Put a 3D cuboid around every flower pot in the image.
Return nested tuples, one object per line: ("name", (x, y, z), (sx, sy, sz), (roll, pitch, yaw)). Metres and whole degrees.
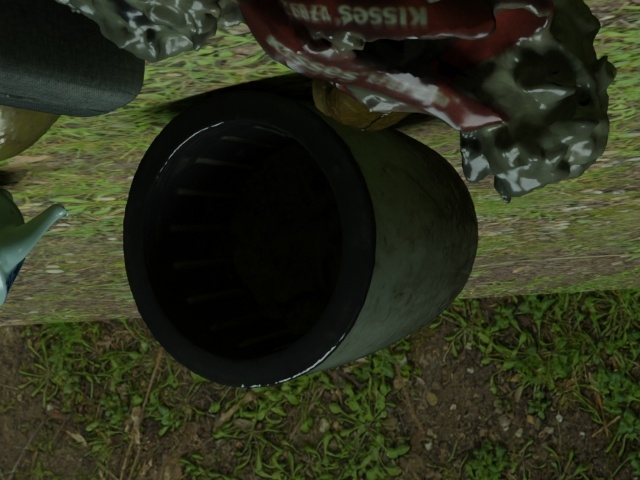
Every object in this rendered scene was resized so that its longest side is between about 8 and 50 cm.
("flower pot", (0.000, 0.000, 1.935), (0.293, 0.294, 0.330), (-10, 175, 29))

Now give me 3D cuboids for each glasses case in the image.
("glasses case", (-0.243, -0.164, 1.222), (0.074, 0.131, 0.323), (-15, 167, 34))

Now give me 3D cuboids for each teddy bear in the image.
("teddy bear", (-0.024, -0.168, 1.116), (0.367, 0.224, 0.357), (-6, 157, 17))

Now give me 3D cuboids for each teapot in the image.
("teapot", (-0.407, -0.009, 2.135), (0.232, 0.159, 0.159), (4, 177, 32))

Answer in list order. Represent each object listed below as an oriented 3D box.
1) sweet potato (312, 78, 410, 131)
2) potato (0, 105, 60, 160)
("sweet potato", (0.084, -0.167, 1.604), (0.112, 0.085, 0.286), (-42, -174, -41))
("potato", (-0.284, -0.136, 1.402), (0.194, 0.157, 0.157), (16, 161, -31))
